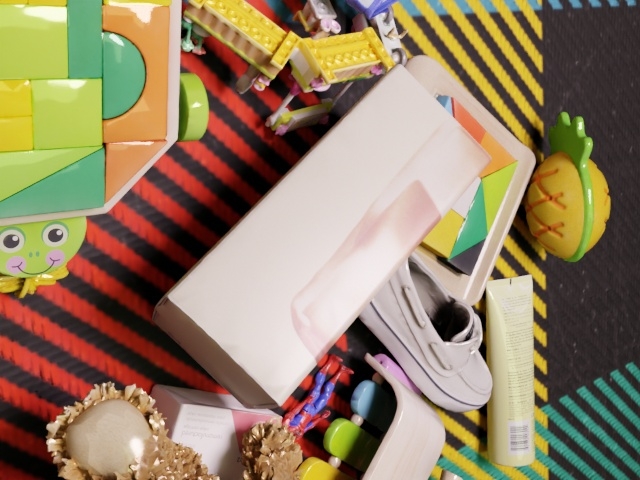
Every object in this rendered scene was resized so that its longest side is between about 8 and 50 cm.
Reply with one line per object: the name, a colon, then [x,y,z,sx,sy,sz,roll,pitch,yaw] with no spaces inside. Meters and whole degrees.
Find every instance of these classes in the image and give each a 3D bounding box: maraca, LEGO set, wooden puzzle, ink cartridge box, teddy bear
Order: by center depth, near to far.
teddy bear: [-0.108,0.258,0.630,0.338,0.113,0.245,25,64,-36]
LEGO set: [-0.051,-0.171,0.703,0.286,0.107,0.132,4,61,-32]
ink cartridge box: [-0.123,0.246,0.718,0.115,0.067,0.198,17,88,-38]
wooden puzzle: [0.148,-0.060,0.881,0.238,0.044,0.221,30,80,-36]
maraca: [0.308,-0.064,0.952,0.099,0.127,0.186,-6,107,-10]

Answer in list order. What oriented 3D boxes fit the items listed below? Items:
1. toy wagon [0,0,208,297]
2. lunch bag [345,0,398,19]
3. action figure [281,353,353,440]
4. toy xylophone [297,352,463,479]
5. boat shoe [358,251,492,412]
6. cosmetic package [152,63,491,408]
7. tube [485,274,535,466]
toy wagon: [-0.206,-0.106,0.541,0.267,0.068,0.345,-9,118,-31]
lunch bag: [0.041,-0.283,0.703,0.129,0.096,0.151,41,61,2]
action figure: [-0.009,0.177,0.817,0.115,0.030,0.038,-51,128,-16]
toy xylophone: [0.044,0.300,0.840,0.323,0.081,0.236,-54,136,-18]
boat shoe: [0.136,0.101,0.858,0.267,0.088,0.096,49,38,-27]
cosmetic package: [0.000,0.000,0.694,0.129,0.153,0.296,45,71,-4]
tube: [0.246,0.167,0.991,0.070,0.062,0.240,-29,117,-78]
